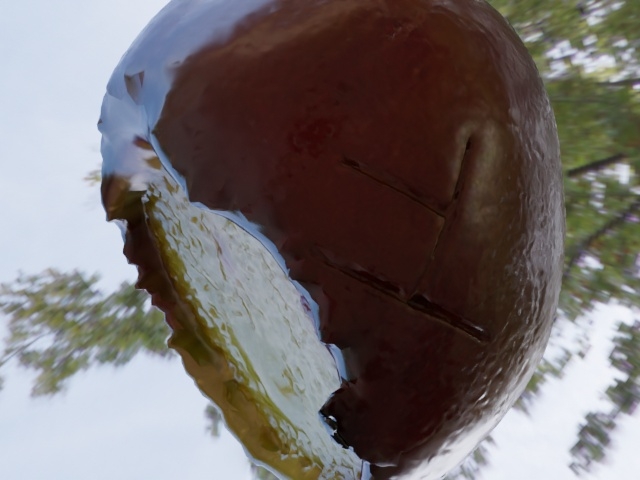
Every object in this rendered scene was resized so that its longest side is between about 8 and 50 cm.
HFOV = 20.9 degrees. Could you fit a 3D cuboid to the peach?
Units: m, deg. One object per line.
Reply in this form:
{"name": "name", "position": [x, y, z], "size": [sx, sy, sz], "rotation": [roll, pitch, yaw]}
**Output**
{"name": "peach", "position": [0.000, 0.000, 0.710], "size": [0.189, 0.196, 0.226], "rotation": [7, -97, 25]}
